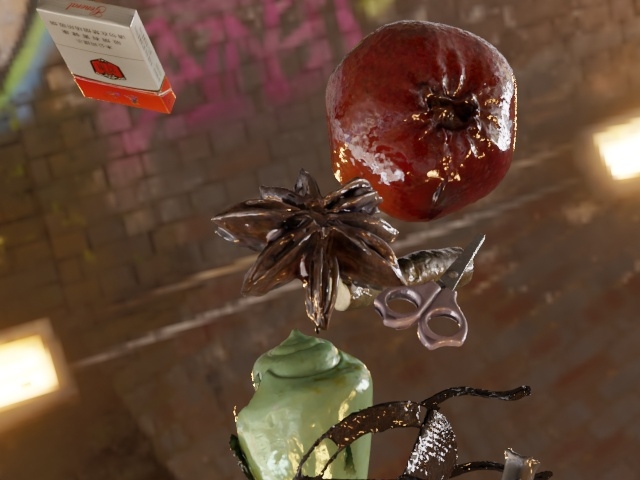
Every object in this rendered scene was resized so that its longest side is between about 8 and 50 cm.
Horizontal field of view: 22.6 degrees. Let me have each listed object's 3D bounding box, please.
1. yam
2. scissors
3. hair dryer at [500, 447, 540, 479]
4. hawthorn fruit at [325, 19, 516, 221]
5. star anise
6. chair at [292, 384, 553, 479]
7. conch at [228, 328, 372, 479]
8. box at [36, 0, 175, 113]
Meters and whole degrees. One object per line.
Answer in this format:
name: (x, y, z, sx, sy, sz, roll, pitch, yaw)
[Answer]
yam: (0.099, 0.048, 2.042, 0.061, 0.061, 0.252, 9, -167, 42)
scissors: (0.130, 0.044, 1.658, 0.100, 0.015, 0.189, 26, -138, 14)
hair dryer: (0.073, 0.278, 1.179, 0.121, 0.301, 0.361, 5, -138, 32)
hawthorn fruit: (0.125, -0.157, 2.130, 0.265, 0.265, 0.307, -16, 179, -12)
star anise: (0.000, 0.000, 1.825, 0.229, 0.093, 0.236, 33, -131, 10)
chair: (0.089, 0.227, 1.492, 0.213, 0.174, 0.149, 1, -137, 24)
conch: (-0.019, 0.224, 1.754, 0.137, 0.251, 0.143, 7, -179, 31)
box: (-0.288, -0.252, 2.183, 0.139, 0.245, 0.035, 12, -111, 12)
